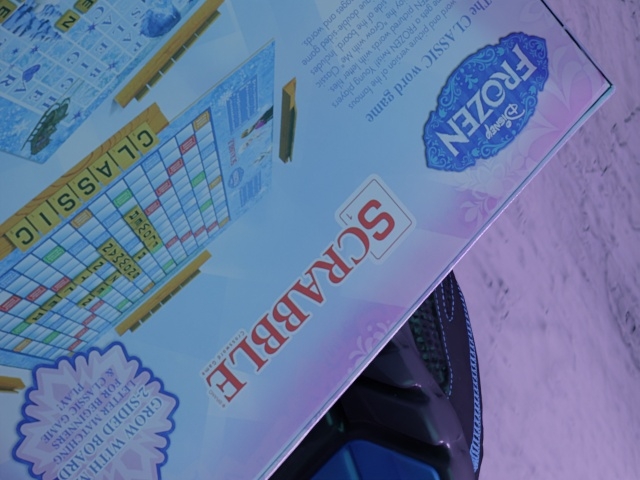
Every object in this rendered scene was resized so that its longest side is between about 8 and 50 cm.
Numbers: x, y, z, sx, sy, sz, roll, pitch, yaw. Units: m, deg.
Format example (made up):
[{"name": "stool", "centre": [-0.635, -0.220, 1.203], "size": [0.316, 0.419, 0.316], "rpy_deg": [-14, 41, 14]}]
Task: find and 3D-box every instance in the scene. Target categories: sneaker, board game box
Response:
[{"name": "sneaker", "centre": [0.000, 0.000, 0.688], "size": [0.140, 0.125, 0.340], "rpy_deg": [-14, 90, -69]}, {"name": "board game box", "centre": [-0.082, -0.073, 0.532], "size": [0.318, 0.066, 0.318], "rpy_deg": [-46, 102, -21]}]
